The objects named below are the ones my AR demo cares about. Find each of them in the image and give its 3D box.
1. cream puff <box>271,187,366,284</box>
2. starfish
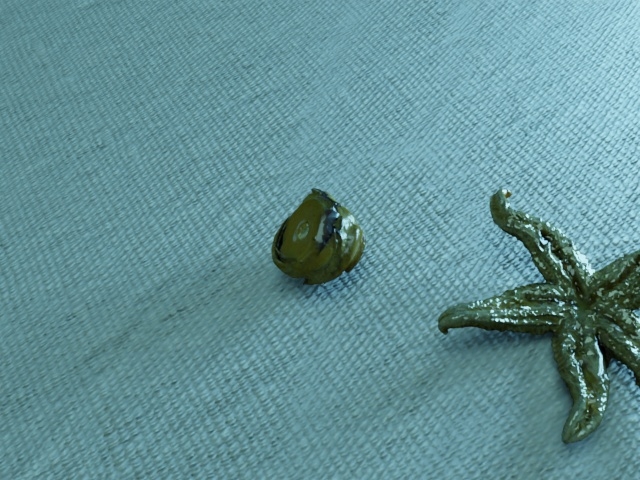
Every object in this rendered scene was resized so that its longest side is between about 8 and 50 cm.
[{"bbox_3d":[0.000,0.000,1.133,0.119,0.104,0.133,-40,33,27],"label":"cream puff"},{"bbox_3d":[0.322,0.072,1.024,0.327,0.094,0.375,-37,61,-7],"label":"starfish"}]
